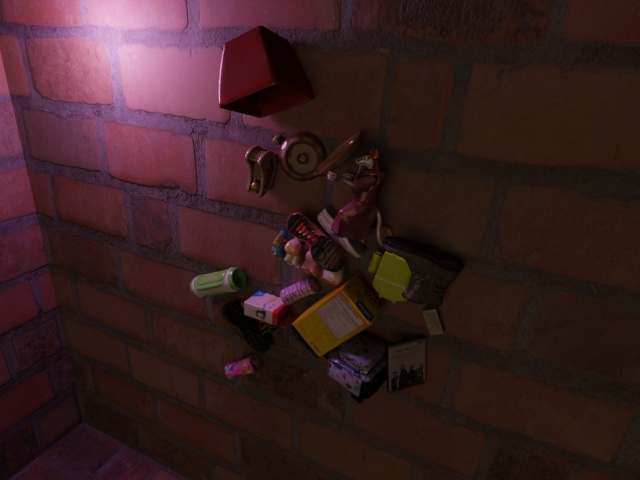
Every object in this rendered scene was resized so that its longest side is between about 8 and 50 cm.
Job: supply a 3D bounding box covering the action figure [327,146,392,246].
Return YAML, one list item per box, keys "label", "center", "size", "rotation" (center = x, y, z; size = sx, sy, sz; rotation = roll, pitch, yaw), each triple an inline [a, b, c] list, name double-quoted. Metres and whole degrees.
- label: "action figure"
  center: [0.169, -0.161, 1.525]
  size: [0.276, 0.248, 0.370]
  rotation: [26, 122, 15]

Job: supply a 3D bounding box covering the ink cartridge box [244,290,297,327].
- label: "ink cartridge box"
  center: [-0.239, 0.334, 1.988]
  size: [0.231, 0.134, 0.078]
  rotation: [14, 115, 20]

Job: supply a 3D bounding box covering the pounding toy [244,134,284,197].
- label: "pounding toy"
  center: [-0.220, -0.304, 1.714]
  size: [0.155, 0.154, 0.269]
  rotation: [26, 119, 16]

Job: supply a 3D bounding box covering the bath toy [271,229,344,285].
- label: "bath toy"
  center: [-0.042, 0.075, 1.801]
  size: [0.348, 0.151, 0.129]
  rotation: [25, 76, 17]

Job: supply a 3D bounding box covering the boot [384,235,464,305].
- label: "boot"
  center: [0.359, 0.130, 1.545]
  size: [0.338, 0.118, 0.222]
  rotation: [21, 111, -10]

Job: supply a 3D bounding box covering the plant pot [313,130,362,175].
- label: "plant pot"
  center: [0.071, -0.317, 1.525]
  size: [0.236, 0.236, 0.032]
  rotation: [-35, 106, 32]

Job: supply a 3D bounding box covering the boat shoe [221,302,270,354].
- label: "boat shoe"
  center: [-0.391, 0.459, 2.136]
  size: [0.324, 0.122, 0.120]
  rotation: [48, 154, 2]

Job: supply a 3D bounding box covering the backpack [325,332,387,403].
- label: "backpack"
  center: [0.159, 0.540, 1.808]
  size: [0.264, 0.277, 0.213]
  rotation: [13, 109, 36]

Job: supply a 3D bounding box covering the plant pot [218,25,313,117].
- label: "plant pot"
  center: [-0.219, -0.634, 1.538]
  size: [0.267, 0.267, 0.235]
  rotation: [-9, 91, 29]

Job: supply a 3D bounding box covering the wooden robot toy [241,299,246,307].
- label: "wooden robot toy"
  center: [-0.338, 0.376, 2.095]
  size: [0.173, 0.076, 0.079]
  rotation: [18, 127, 19]

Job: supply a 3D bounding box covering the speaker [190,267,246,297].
- label: "speaker"
  center: [-0.525, 0.219, 2.087]
  size: [0.297, 0.131, 0.131]
  rotation: [-14, 103, 30]

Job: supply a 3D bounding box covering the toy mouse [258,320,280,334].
- label: "toy mouse"
  center: [-0.262, 0.427, 2.066]
  size: [0.161, 0.031, 0.143]
  rotation: [19, 123, -25]

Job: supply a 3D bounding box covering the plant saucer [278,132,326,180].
- label: "plant saucer"
  center: [-0.074, -0.336, 1.660]
  size: [0.199, 0.036, 0.198]
  rotation: [2, 110, 4]

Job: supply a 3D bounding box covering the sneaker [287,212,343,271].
- label: "sneaker"
  center: [0.000, -0.001, 1.723]
  size: [0.116, 0.136, 0.314]
  rotation: [-47, 72, 18]

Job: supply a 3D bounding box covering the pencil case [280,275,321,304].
- label: "pencil case"
  center: [-0.094, 0.237, 1.912]
  size: [0.206, 0.086, 0.088]
  rotation: [-25, 121, 33]

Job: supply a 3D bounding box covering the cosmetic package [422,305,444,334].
- label: "cosmetic package"
  center: [0.469, 0.330, 1.691]
  size: [0.060, 0.041, 0.115]
  rotation: [-12, 104, 29]

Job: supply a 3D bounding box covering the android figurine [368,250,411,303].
- label: "android figurine"
  center: [0.317, 0.137, 1.667]
  size: [0.248, 0.056, 0.272]
  rotation: [20, 115, 10]

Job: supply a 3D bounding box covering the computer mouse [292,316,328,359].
- label: "computer mouse"
  center: [-0.021, 0.467, 1.913]
  size: [0.060, 0.184, 0.262]
  rotation: [-44, 86, 14]

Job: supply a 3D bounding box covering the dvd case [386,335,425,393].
- label: "dvd case"
  center: [0.371, 0.536, 1.765]
  size: [0.179, 0.029, 0.238]
  rotation: [-10, 110, -15]

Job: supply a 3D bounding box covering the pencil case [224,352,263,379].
- label: "pencil case"
  center: [-0.426, 0.697, 2.246]
  size: [0.236, 0.104, 0.104]
  rotation: [-30, 95, 33]

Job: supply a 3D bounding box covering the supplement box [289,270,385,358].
- label: "supplement box"
  center: [0.074, 0.328, 1.794]
  size: [0.356, 0.195, 0.194]
  rotation: [-40, 88, 33]

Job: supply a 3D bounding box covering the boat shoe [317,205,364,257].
- label: "boat shoe"
  center: [0.084, -0.024, 1.721]
  size: [0.084, 0.095, 0.258]
  rotation: [-42, 78, 36]
